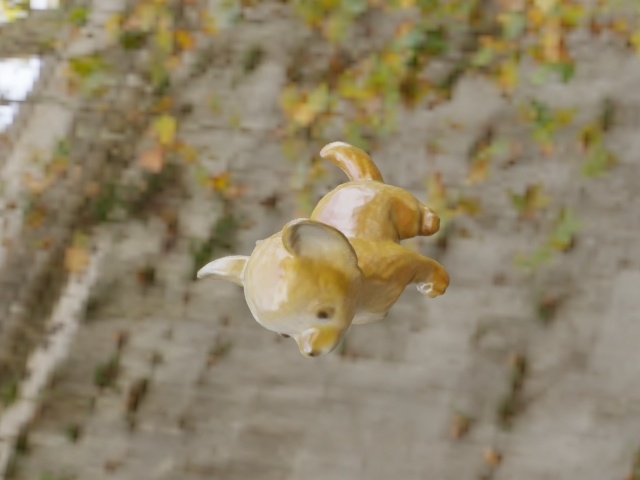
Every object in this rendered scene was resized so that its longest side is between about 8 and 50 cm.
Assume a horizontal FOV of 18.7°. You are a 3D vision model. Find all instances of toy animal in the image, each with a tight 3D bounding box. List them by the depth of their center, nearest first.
[{"bbox_3d":[0.000,0.000,0.627,0.083,0.060,0.081,7,-112,-50],"label":"toy animal"}]
